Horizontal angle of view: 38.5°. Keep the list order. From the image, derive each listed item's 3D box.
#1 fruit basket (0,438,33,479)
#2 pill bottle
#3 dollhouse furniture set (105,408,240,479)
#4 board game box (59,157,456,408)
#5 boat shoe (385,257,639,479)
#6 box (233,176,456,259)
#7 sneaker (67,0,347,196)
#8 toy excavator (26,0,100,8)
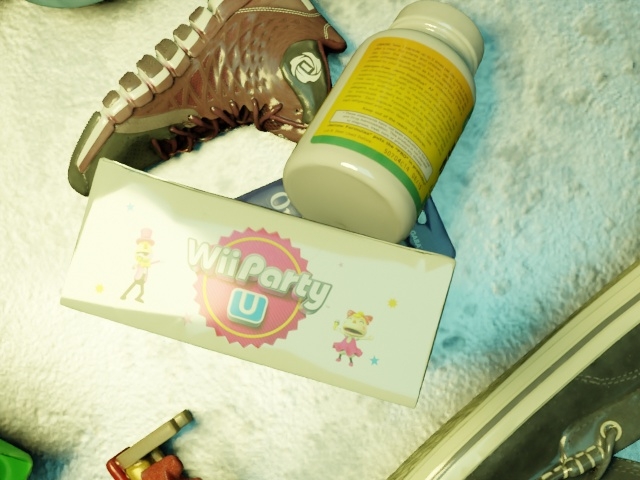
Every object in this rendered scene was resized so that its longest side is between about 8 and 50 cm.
[{"bbox_3d":[-0.362,0.314,0.678,0.392,0.283,0.391,-5,75,18],"label":"fruit basket"},{"bbox_3d":[0.063,-0.105,0.786,0.118,0.117,0.208,27,61,4],"label":"pill bottle"},{"bbox_3d":[-0.080,0.343,0.754,0.152,0.201,0.374,-38,86,1],"label":"dollhouse furniture set"},{"bbox_3d":[-0.029,0.032,0.680,0.224,0.303,0.097,16,87,5],"label":"board game box"},{"bbox_3d":[0.202,0.169,0.760,0.500,0.187,0.156,-38,80,-5],"label":"boat shoe"},{"bbox_3d":[0.000,0.000,0.851,0.225,0.036,0.136,-24,86,0],"label":"box"},{"bbox_3d":[-0.086,-0.111,0.829,0.162,0.106,0.281,42,89,1],"label":"sneaker"},{"bbox_3d":[-0.162,-0.317,0.770,0.445,0.222,0.433,43,91,8],"label":"toy excavator"}]
